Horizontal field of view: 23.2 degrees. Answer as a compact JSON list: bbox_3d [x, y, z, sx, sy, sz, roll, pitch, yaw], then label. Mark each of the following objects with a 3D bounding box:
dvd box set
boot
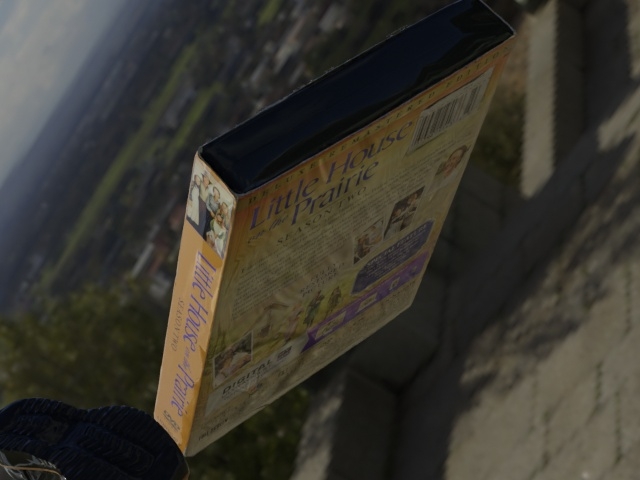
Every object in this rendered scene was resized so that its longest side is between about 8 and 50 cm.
[{"bbox_3d":[0.000,0.000,1.385,0.307,0.062,0.420,-33,-23,-28],"label":"dvd box set"},{"bbox_3d":[-0.149,0.192,1.160,0.198,0.137,0.077,13,48,45],"label":"boot"}]
